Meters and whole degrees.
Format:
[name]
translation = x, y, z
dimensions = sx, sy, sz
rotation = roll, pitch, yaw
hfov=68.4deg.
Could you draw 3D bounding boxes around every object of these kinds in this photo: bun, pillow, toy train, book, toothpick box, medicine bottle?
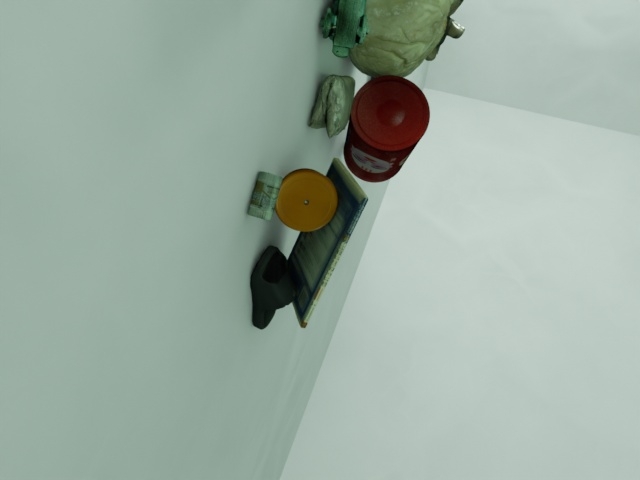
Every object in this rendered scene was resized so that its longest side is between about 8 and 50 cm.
[bun]
translation = 0.205, -0.572, 1.163
dimensions = 0.349, 0.227, 0.353
rotation = -55, 161, -62
[pillow]
translation = 0.037, -0.318, 1.104
dimensions = 0.181, 0.077, 0.134
rotation = -50, 155, -67
[toy train]
translation = 0.062, -0.505, 0.947
dimensions = 0.159, 0.101, 0.248
rotation = -85, -175, -59
[book]
translation = 0.000, 0.000, 1.036
dimensions = 0.322, 0.018, 0.228
rotation = -64, -154, 23
[toothpick box]
translation = 0.173, -0.298, 1.333
dimensions = 0.333, 0.204, 0.204
rotation = 90, 19, -83
[medicine bottle]
translation = -0.101, -0.081, 0.862
dimensions = 0.047, 0.047, 0.083
rotation = 12, 95, -79

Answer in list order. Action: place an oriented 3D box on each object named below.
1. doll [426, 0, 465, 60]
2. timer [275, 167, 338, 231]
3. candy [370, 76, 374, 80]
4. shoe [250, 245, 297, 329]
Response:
[doll]
translation = 0.394, -0.912, 1.758
dimensions = 0.379, 0.252, 0.382
rotation = -109, -156, -48
[timer]
translation = -0.037, -0.106, 1.024
dimensions = 0.152, 0.132, 0.132
rotation = -106, -154, -66
[candy]
translation = 0.198, -0.490, 1.631
dimensions = 0.187, 0.077, 0.331
rotation = -44, 146, -72
[shoe]
translation = -0.096, 0.115, 1.060
dimensions = 0.108, 0.093, 0.241
rotation = -59, 164, -46
